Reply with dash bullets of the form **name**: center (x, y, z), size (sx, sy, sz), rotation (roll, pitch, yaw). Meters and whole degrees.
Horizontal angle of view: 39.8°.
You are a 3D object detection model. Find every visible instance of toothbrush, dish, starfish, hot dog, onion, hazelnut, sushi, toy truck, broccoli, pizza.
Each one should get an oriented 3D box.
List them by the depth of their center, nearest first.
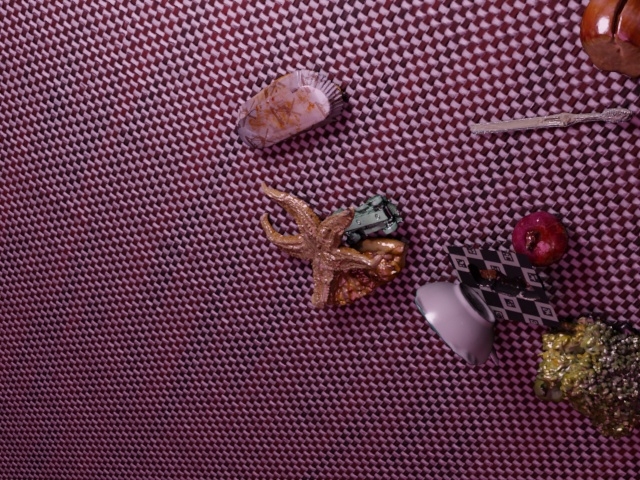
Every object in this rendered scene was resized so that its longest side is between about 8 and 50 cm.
- **hazelnut**: center (0.496, -0.340, 1.426), size (0.154, 0.143, 0.143), rotation (29, 125, -2)
- **toothbrush**: center (0.409, -0.214, 1.592), size (0.295, 0.028, 0.026), rotation (-1, 115, 30)
- **onion**: center (0.411, -0.001, 1.664), size (0.107, 0.097, 0.107), rotation (4, 98, 30)
- **broccoli**: center (0.514, 0.287, 1.720), size (0.273, 0.180, 0.242), rotation (-34, 100, 35)
- **sushi**: center (0.366, 0.074, 1.729), size (0.215, 0.050, 0.192), rotation (7, 135, 51)
- **dish**: center (0.294, 0.154, 1.758), size (0.246, 0.224, 0.078), rotation (33, 113, -33)
- **hot dog**: center (-0.070, -0.257, 1.762), size (0.253, 0.069, 0.131), rotation (-22, 115, 35)
- **toy truck**: center (0.098, -0.051, 1.800), size (0.154, 0.078, 0.080), rotation (-19, 108, 49)
- **starfish**: center (0.003, -0.002, 1.836), size (0.303, 0.060, 0.299), rotation (-9, 106, 46)
- **pizza**: center (0.088, 0.067, 1.869), size (0.246, 0.058, 0.127), rotation (-25, 105, 35)
